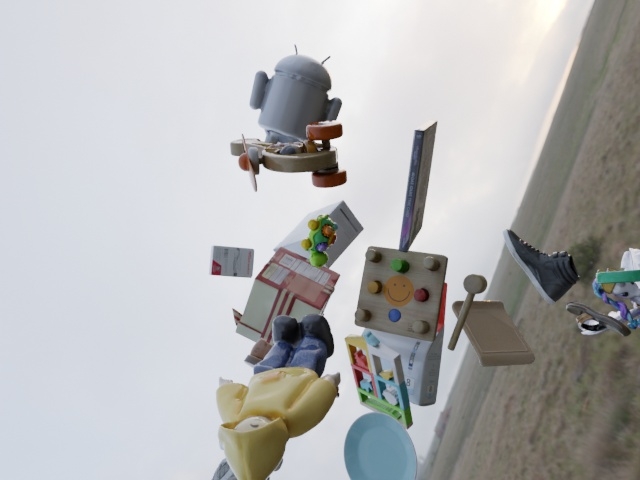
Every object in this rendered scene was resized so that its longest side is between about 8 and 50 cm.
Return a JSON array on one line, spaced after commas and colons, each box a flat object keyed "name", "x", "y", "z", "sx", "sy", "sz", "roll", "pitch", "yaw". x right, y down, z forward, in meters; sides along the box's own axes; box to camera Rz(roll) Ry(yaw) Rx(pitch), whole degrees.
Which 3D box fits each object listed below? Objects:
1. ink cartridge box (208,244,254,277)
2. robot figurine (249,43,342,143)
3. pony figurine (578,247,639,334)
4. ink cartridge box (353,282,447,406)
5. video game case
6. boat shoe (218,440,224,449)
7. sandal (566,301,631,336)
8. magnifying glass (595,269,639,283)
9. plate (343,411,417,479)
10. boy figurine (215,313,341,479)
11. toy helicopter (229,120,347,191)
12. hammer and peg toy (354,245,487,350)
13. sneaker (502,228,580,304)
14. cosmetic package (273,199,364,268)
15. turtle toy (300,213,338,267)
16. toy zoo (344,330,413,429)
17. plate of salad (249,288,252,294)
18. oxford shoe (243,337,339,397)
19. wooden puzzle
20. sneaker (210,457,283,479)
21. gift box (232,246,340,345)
[{"name": "ink cartridge box", "x": -0.325, "y": 0.078, "z": 1.912, "sx": 0.063, "sy": 0.151, "sz": 0.109, "roll": 169, "pitch": 106, "yaw": -69}, {"name": "robot figurine", "x": -0.084, "y": -0.454, "z": 1.721, "sx": 0.200, "sy": 0.300, "sz": 0.353, "roll": -118, "pitch": 47, "yaw": -77}, {"name": "pony figurine", "x": 0.926, "y": 0.179, "z": 1.475, "sx": 0.302, "sy": 0.364, "sz": 0.351, "roll": -63, "pitch": -16, "yaw": 0}, {"name": "ink cartridge box", "x": 0.260, "y": 0.312, "z": 1.729, "sx": 0.091, "sy": 0.308, "sz": 0.384, "roll": 7, "pitch": -91, "yaw": -36}, {"name": "video game case", "x": 0.227, "y": -0.131, "z": 1.213, "sx": 0.196, "sy": 0.026, "sz": 0.274, "roll": -42, "pitch": -39, "yaw": -62}, {"name": "boat shoe", "x": -0.133, "y": 0.413, "z": 1.206, "sx": 0.095, "sy": 0.258, "sz": 0.084, "roll": 4, "pitch": -117, "yaw": -68}, {"name": "sandal", "x": 0.778, "y": 0.233, "z": 1.489, "sx": 0.060, "sy": 0.090, "sz": 0.219, "roll": -56, "pitch": 22, "yaw": 2}, {"name": "magnifying glass", "x": 0.597, "y": 0.056, "z": 0.888, "sx": 0.092, "sy": 0.231, "sz": 0.026, "roll": 17, "pitch": -110, "yaw": -68}, {"name": "plate", "x": 0.131, "y": 0.469, "z": 1.135, "sx": 0.024, "sy": 0.188, "sz": 0.188, "roll": 16, "pitch": -87, "yaw": -49}, {"name": "boy figurine", "x": -0.067, "y": 0.205, "z": 0.704, "sx": 0.285, "sy": 0.177, "sz": 0.092, "roll": -53, "pitch": -43, "yaw": -64}, {"name": "toy helicopter", "x": -0.118, "y": -0.199, "z": 1.232, "sx": 0.235, "sy": 0.355, "sz": 0.140, "roll": -22, "pitch": -63, "yaw": -34}, {"name": "hammer and peg toy", "x": 0.281, "y": 0.165, "z": 1.527, "sx": 0.127, "sy": 0.362, "sz": 0.265, "roll": 20, "pitch": -100, "yaw": -61}, {"name": "sneaker", "x": 0.740, "y": 0.053, "z": 1.741, "sx": 0.147, "sy": 0.295, "sz": 0.105, "roll": -41, "pitch": -26, "yaw": 25}, {"name": "cosmetic package", "x": -0.008, "y": -0.004, "z": 1.850, "sx": 0.224, "sy": 0.224, "sz": 0.138, "roll": -46, "pitch": -74, "yaw": -32}, {"name": "turtle toy", "x": 0.000, "y": 0.000, "z": 1.213, "sx": 0.095, "sy": 0.066, "sz": 0.130, "roll": -34, "pitch": -34, "yaw": -69}, {"name": "toy zoo", "x": 0.162, "y": 0.382, "z": 1.493, "sx": 0.030, "sy": 0.192, "sz": 0.293, "roll": -29, "pitch": -64, "yaw": -34}, {"name": "plate of salad", "x": -0.194, "y": 0.255, "z": 2.027, "sx": 0.048, "sy": 0.200, "sz": 0.199, "roll": -22, "pitch": -50, "yaw": -54}, {"name": "oxford shoe", "x": -0.050, "y": 0.264, "z": 1.093, "sx": 0.076, "sy": 0.212, "sz": 0.076, "roll": 93, "pitch": -157, "yaw": -62}, {"name": "wooden puzzle", "x": 0.560, "y": 0.304, "z": 1.716, "sx": 0.044, "sy": 0.221, "sz": 0.238, "roll": 116, "pitch": 148, "yaw": -42}, {"name": "sneaker", "x": -0.193, "y": 0.617, "z": 1.375, "sx": 0.232, "sy": 0.115, "sz": 0.090, "roll": -37, "pitch": 20, "yaw": 23}, {"name": "gift box", "x": -0.116, "y": 0.196, "z": 1.649, "sx": 0.255, "sy": 0.277, "sz": 0.258, "roll": -47, "pitch": -20, "yaw": -58}]
